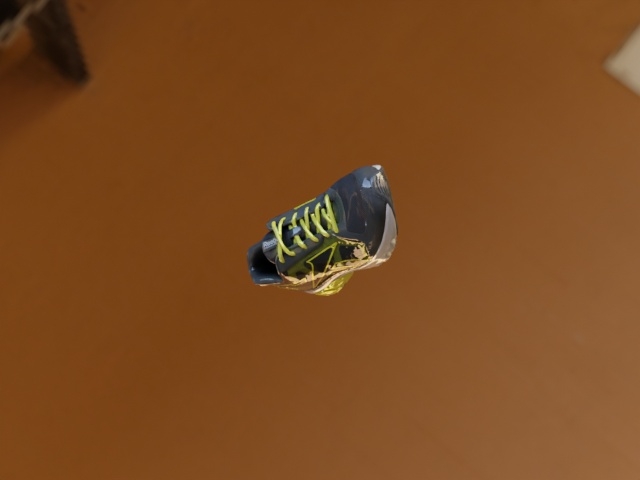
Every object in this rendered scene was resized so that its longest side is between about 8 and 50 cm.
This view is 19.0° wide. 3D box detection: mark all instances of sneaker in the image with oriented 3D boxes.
[{"bbox_3d":[0.000,0.000,0.668,0.035,0.031,0.083,-4,-24,-24],"label":"sneaker"}]
